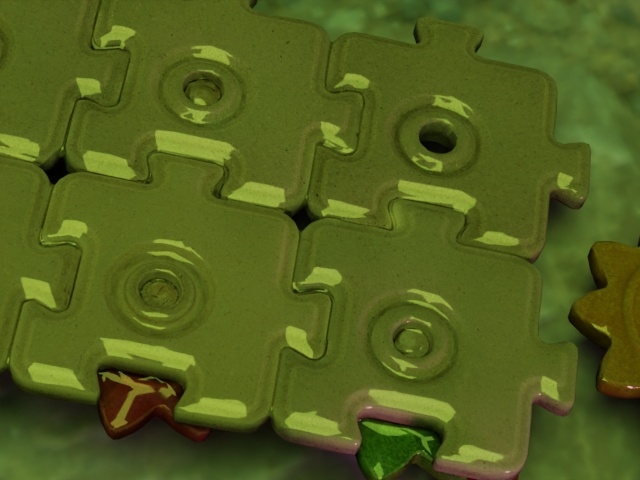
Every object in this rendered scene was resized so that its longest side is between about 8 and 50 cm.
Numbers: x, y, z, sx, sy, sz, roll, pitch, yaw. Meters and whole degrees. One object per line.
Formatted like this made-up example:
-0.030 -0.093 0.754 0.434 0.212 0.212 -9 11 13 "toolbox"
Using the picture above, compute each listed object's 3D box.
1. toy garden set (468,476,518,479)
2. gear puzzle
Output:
0.069 0.167 0.572 0.203 0.049 0.244 23 66 6 "toy garden set"
0.000 0.000 0.648 0.338 0.044 0.175 11 56 -3 "gear puzzle"
